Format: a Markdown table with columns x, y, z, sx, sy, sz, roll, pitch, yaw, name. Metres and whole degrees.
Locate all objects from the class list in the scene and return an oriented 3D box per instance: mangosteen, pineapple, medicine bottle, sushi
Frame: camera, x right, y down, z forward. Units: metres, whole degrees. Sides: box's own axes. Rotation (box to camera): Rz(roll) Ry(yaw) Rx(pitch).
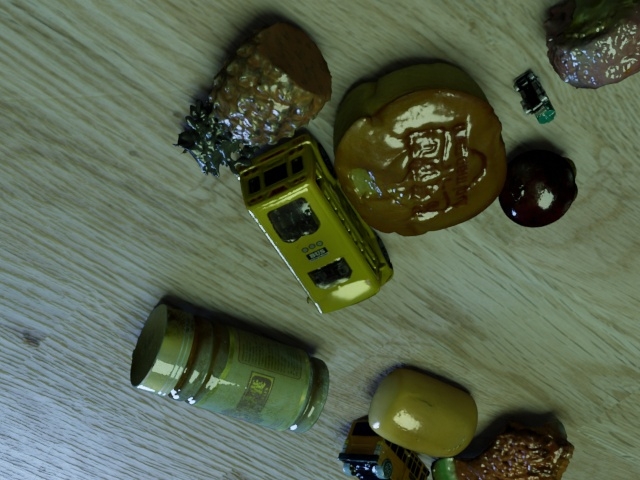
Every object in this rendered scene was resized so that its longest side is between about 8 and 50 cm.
| x | y | z | sx | sy | sz | roll | pitch | yaw | name |
| --- | --- | --- | --- | --- | --- | --- | --- | --- | --- |
| 0.352 | -0.083 | 1.719 | 0.140 | 0.140 | 0.140 | -3 | 131 | -4 | mangosteen |
| -0.116 | -0.188 | 1.566 | 0.158 | 0.157 | 0.279 | 32 | 133 | -29 | pineapple |
| -0.155 | 0.230 | 1.900 | 0.322 | 0.151 | 0.151 | 21 | 125 | -23 | medicine bottle |
| 0.423 | -0.306 | 1.496 | 0.241 | 0.161 | 0.107 | -25 | 128 | 16 | sushi |

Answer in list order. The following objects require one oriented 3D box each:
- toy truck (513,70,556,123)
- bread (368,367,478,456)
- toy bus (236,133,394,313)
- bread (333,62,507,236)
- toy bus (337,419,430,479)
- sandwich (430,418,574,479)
| x | y | z | sx | sy | sz | roll | pitch | yaw | name |
| --- | --- | --- | --- | --- | --- | --- | --- | --- | --- |
| 0.321 | -0.212 | 1.620 | 0.039 | 0.083 | 0.044 | -38 | 131 | 24 | toy truck |
| 0.200 | 0.333 | 2.050 | 0.217 | 0.098 | 0.147 | 21 | 94 | -27 | bread |
| 0.000 | 0.000 | 1.720 | 0.145 | 0.151 | 0.331 | -25 | 128 | 12 | toy bus |
| 0.149 | -0.135 | 1.621 | 0.270 | 0.148 | 0.270 | -3 | 132 | -4 | bread |
| 0.130 | 0.445 | 2.145 | 0.098 | 0.114 | 0.201 | -5 | 138 | 36 | toy bus |
| 0.387 | 0.472 | 2.185 | 0.301 | 0.250 | 0.162 | -47 | 164 | 19 | sandwich |
